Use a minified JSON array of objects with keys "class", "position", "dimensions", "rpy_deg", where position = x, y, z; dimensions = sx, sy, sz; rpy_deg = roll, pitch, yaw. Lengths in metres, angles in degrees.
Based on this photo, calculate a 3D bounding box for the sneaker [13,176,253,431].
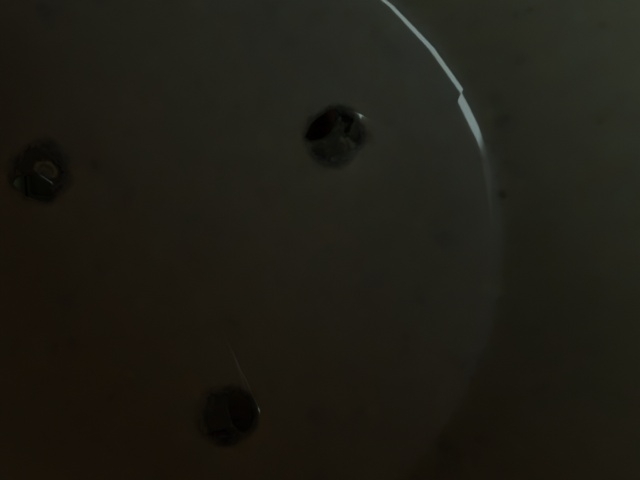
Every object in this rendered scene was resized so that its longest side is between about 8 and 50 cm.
[{"class":"sneaker","position":[-0.045,0.049,0.583],"dimensions":[0.222,0.083,0.118],"rpy_deg":[68,158,-4]}]

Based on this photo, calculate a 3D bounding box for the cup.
[{"class":"cup","position":[0.000,0.000,0.407],"dimensions":[0.331,0.331,0.237],"rpy_deg":[41,169,-12]}]
